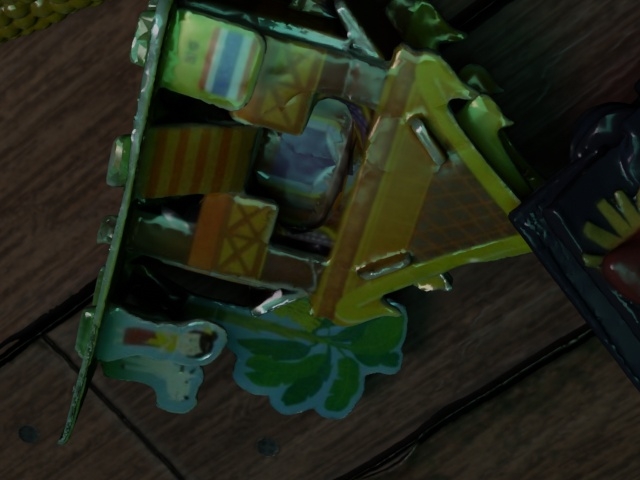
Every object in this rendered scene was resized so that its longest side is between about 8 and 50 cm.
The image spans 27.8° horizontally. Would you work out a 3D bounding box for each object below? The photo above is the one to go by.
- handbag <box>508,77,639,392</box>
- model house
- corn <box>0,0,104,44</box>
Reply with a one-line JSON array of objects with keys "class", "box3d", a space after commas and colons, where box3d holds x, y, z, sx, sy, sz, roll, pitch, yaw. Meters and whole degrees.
[{"class": "handbag", "box3d": [0.323, -0.007, 0.857, 0.303, 0.122, 0.329, -41, 102, -13]}, {"class": "model house", "box3d": [0.000, 0.000, 0.912, 0.313, 0.242, 0.358, 16, 112, -3]}, {"class": "corn", "box3d": [-0.273, -0.191, 0.920, 0.347, 0.130, 0.130, -13, 111, 8]}]
